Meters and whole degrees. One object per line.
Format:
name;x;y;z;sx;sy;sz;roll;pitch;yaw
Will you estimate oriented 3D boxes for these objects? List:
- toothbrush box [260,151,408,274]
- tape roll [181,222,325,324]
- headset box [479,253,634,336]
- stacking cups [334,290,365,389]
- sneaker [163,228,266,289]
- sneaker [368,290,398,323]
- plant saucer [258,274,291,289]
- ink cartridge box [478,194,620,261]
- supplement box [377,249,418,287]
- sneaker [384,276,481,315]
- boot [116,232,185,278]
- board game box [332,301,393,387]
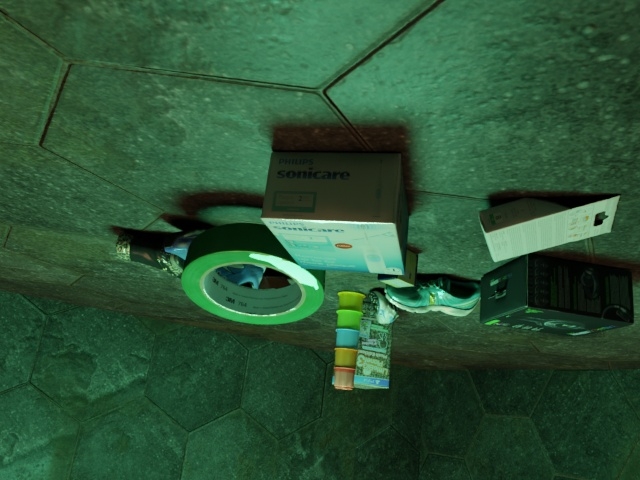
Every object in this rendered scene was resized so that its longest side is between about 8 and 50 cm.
toothbrush box;0.043;-0.039;0.995;0.217;0.126;0.295;3;161;12
tape roll;-0.150;0.085;1.265;0.322;0.077;0.321;3;145;2
headset box;0.556;0.140;1.360;0.283;0.131;0.246;10;162;-8
stacking cups;0.086;0.331;1.839;0.096;0.315;0.096;7;165;2
sneaker;-0.257;0.065;1.407;0.130;0.147;0.330;-7;157;37
sneaker;0.212;0.215;1.838;0.086;0.085;0.237;-22;155;4
plant saucer;-0.234;0.124;1.670;0.259;0.047;0.259;3;178;13
ink cartridge box;0.418;-0.035;1.027;0.225;0.056;0.181;-19;155;15
supplement box;0.187;0.064;1.336;0.056;0.083;0.083;-9;156;43
sneaker;0.315;0.136;1.543;0.276;0.106;0.110;5;144;-9
boot;-0.447;0.043;1.530;0.179;0.085;0.236;12;163;0
board game box;0.156;0.391;2.045;0.141;0.290;0.232;11;163;-13
